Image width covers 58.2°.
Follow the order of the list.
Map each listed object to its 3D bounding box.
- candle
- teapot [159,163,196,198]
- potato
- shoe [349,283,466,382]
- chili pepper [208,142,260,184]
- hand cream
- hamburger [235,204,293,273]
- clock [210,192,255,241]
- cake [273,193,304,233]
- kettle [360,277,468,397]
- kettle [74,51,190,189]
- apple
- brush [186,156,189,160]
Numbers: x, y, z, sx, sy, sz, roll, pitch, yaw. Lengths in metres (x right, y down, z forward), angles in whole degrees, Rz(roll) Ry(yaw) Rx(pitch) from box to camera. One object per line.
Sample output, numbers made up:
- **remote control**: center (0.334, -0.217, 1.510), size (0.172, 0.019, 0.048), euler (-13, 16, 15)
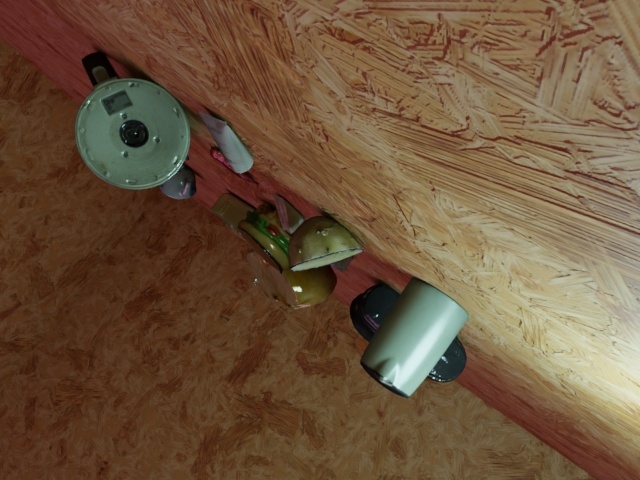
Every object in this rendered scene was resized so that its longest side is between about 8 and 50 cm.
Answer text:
- **candle**: center (0.010, 0.022, 1.672), size (0.192, 0.068, 0.168), euler (36, 176, -11)
- **teapot**: center (-0.608, -0.272, 2.474), size (0.232, 0.159, 0.159), euler (49, -179, 36)
- **potato**: center (0.000, 0.000, 1.395), size (0.202, 0.182, 0.117), euler (4, -114, -69)
- **shoe**: center (0.264, 0.298, 1.817), size (0.384, 0.171, 0.237), euler (38, 166, 1)
- **chili pepper**: center (-0.241, -0.203, 1.581), size (0.178, 0.027, 0.045), euler (37, 172, -19)
- **hand cream**: center (-0.201, -0.214, 1.272), size (0.087, 0.054, 0.186), euler (27, 162, 30)
- **hamburger**: center (-0.152, -0.015, 1.889), size (0.237, 0.149, 0.237), euler (42, 167, 12)
- **clock**: center (-0.268, -0.042, 2.358), size (0.286, 0.117, 0.348), euler (33, 172, 27)
- **cake**: center (-0.099, -0.078, 1.615), size (0.052, 0.065, 0.121), euler (25, 160, 45)
- **kettle**: center (0.221, 0.245, 1.394), size (0.165, 0.255, 0.240), euler (32, 172, 16)
- **kettle**: center (-0.498, -0.304, 1.470), size (0.361, 0.250, 0.377), euler (59, 170, -12)
- **apple**: center (-0.103, 0.122, 2.111), size (0.314, 0.252, 0.309), euler (17, 172, -32)
- **brush**: center (-0.514, -0.328, 2.106), size (0.051, 0.014, 0.164), euler (35, 172, 2)
